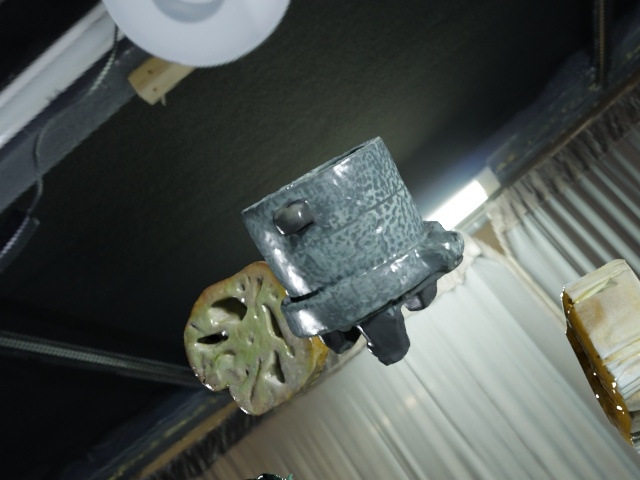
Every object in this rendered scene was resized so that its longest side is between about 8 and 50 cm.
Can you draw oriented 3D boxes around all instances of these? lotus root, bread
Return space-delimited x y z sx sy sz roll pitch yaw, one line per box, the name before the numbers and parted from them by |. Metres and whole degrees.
lotus root | -0.160 0.236 1.902 0.111 0.390 0.375 6 -84 -61
bread | 0.398 0.152 1.000 0.109 0.210 0.192 -23 -49 11

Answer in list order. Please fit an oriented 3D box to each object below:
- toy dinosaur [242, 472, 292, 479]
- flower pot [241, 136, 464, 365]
toy dinosaur | -0.127 0.447 1.280 0.292 0.120 0.079 2 -82 -45
flower pot | 0.061 0.019 1.115 0.299 0.283 0.299 -27 7 3
